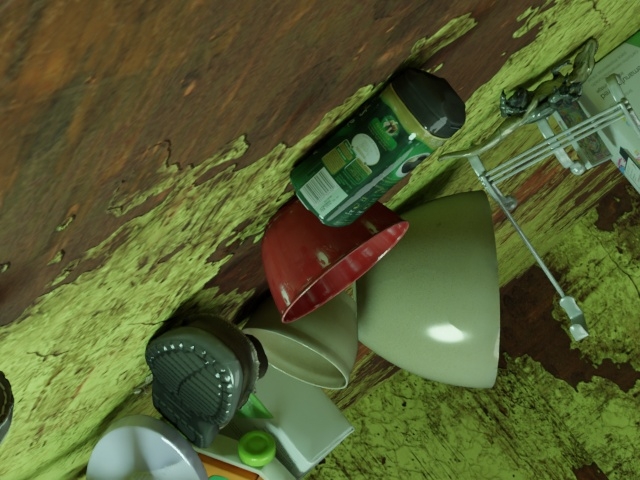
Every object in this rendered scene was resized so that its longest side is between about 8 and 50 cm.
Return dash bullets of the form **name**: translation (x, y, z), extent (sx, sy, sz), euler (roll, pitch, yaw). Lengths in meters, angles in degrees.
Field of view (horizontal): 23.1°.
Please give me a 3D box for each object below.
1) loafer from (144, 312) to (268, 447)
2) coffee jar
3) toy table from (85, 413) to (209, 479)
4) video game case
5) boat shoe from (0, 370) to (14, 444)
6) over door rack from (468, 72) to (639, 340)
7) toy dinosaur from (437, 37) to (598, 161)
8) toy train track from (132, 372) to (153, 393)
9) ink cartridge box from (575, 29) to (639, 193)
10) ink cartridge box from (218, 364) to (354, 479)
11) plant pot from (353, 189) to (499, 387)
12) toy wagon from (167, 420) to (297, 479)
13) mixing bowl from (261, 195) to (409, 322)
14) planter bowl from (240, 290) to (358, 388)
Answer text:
- **loafer**: translation (-0.135, 0.152, 1.956), extent (0.130, 0.134, 0.366), euler (-47, 177, -20)
- **coffee jar**: translation (0.061, -0.097, 1.607), extent (0.184, 0.079, 0.096), euler (-40, 168, 17)
- **toy table**: translation (-0.241, 0.385, 2.068), extent (0.252, 0.274, 0.161), euler (-6, -151, 18)
- **video game case**: translation (0.373, -0.163, 2.271), extent (0.011, 0.122, 0.087), euler (-36, 173, 33)
- **boat shoe**: translation (-0.371, 0.174, 1.222), extent (0.324, 0.116, 0.097), euler (-23, 166, -36)
- **over door rack**: translation (0.382, -0.051, 2.193), extent (0.239, 0.324, 0.108), euler (-28, -162, 18)
- **toy dinosaur**: translation (0.277, -0.179, 2.060), extent (0.268, 0.064, 0.118), euler (-34, 176, -7)
- **toy train track**: translation (-0.211, 0.180, 2.071), extent (0.083, 0.014, 0.048), euler (-35, 169, -21)
- **ink cartridge box**: translation (0.532, -0.175, 2.330), extent (0.201, 0.278, 0.117), euler (-37, 170, -7)
- **ink cartridge box**: translation (-0.098, 0.304, 2.476), extent (0.115, 0.198, 0.273), euler (-35, 170, -39)
- **plant pot**: translation (0.144, 0.074, 2.240), extent (0.191, 0.284, 0.284), euler (-3, 167, -2)
- **toy wagon**: translation (-0.114, 0.388, 2.393), extent (0.267, 0.344, 0.068), euler (90, 25, -46)
- **mixing bowl**: translation (0.000, 0.000, 1.769), extent (0.181, 0.098, 0.181), euler (-37, 171, -7)
- **planter bowl**: translation (-0.015, 0.115, 2.133), extent (0.162, 0.162, 0.109), euler (114, 2, -69)
